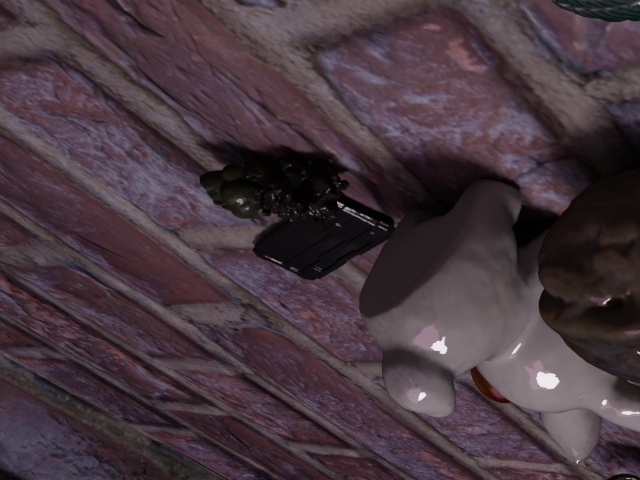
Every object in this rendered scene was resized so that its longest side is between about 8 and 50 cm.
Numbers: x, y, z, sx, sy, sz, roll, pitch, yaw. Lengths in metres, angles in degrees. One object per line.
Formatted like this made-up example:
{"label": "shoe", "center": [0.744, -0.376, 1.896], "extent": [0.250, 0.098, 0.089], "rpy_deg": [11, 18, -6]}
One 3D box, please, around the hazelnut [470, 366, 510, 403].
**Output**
{"label": "hazelnut", "center": [0.249, 0.181, 1.600], "extent": [0.086, 0.086, 0.086], "rpy_deg": [17, 157, 7]}

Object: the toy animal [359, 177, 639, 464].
{"label": "toy animal", "center": [0.218, 0.118, 1.261], "extent": [0.368, 0.241, 0.196], "rpy_deg": [30, 157, -23]}

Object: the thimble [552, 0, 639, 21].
{"label": "thimble", "center": [0.187, -0.201, 0.729], "extent": [0.135, 0.118, 0.090], "rpy_deg": [-3, 148, 42]}

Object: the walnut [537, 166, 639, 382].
{"label": "walnut", "center": [0.314, 0.035, 1.065], "extent": [0.224, 0.224, 0.224], "rpy_deg": [17, 157, 7]}

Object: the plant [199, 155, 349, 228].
{"label": "plant", "center": [-0.051, -0.056, 1.305], "extent": [0.174, 0.087, 0.085], "rpy_deg": [3, 123, 23]}

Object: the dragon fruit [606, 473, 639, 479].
{"label": "dragon fruit", "center": [0.549, 0.429, 1.765], "extent": [0.273, 0.198, 0.218], "rpy_deg": [32, 119, 27]}

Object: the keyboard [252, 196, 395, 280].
{"label": "keyboard", "center": [0.000, -0.001, 1.457], "extent": [0.106, 0.016, 0.262], "rpy_deg": [26, 157, -15]}
